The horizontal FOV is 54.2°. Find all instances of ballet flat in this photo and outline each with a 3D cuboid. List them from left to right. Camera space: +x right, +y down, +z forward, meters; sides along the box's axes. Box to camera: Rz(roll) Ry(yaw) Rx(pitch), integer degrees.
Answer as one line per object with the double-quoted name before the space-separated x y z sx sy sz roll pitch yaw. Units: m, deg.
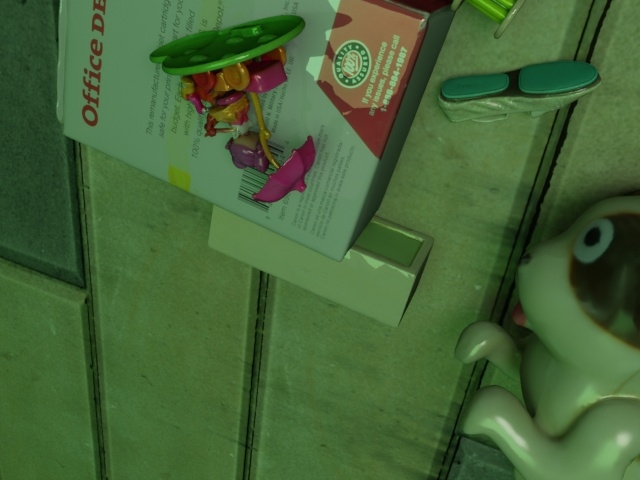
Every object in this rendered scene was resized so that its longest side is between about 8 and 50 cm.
"ballet flat" 0.211 -0.155 0.669 0.168 0.057 0.052 2 144 27

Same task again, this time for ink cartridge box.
"ink cartridge box" -0.085 -0.194 0.707 0.384 0.160 0.279 25 123 10

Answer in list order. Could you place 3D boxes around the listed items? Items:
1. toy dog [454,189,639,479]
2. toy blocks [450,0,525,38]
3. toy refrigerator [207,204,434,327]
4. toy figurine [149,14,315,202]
"toy dog" 0.329 0.155 0.636 0.395 0.284 0.408 -7 111 27
"toy blocks" 0.144 -0.283 0.597 0.148 0.054 0.123 36 90 3
"toy refrigerator" 0.000 0.000 0.807 0.269 0.102 0.094 22 123 13
"toy figurine" -0.072 -0.112 0.593 0.173 0.130 0.159 13 132 41
